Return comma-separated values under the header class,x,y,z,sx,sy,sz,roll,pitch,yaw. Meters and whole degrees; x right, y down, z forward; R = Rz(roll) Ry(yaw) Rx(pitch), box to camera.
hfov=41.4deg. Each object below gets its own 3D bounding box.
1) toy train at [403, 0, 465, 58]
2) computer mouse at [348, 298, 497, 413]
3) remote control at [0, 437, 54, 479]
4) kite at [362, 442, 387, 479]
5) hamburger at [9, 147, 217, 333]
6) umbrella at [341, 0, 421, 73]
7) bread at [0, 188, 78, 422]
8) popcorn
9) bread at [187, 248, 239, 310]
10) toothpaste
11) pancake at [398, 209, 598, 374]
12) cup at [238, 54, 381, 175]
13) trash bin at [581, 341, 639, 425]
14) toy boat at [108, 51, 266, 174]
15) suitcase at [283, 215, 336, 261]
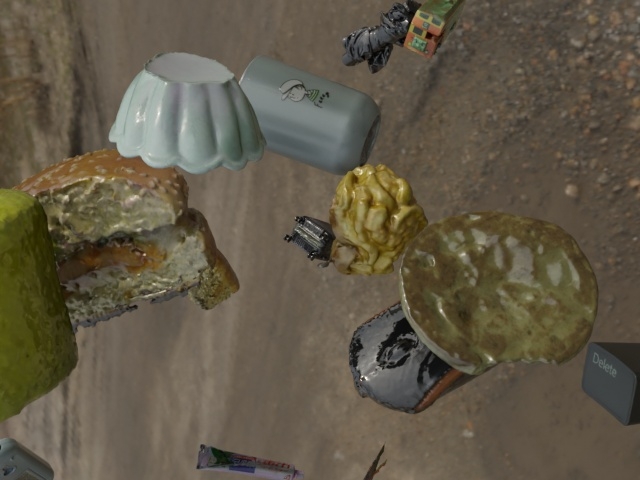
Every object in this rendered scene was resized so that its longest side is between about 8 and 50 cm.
class,x,y,z,sx,sy,sz,roll,pitch,yaw
toy train,0.244,-0.466,1.794,0.072,0.188,0.099,25,136,12
computer mouse,0.195,0.156,1.385,0.183,0.323,0.116,50,159,34
remote control,-0.584,0.444,1.627,0.047,0.087,0.244,48,166,26
kite,0.112,0.523,1.857,0.010,0.159,0.190,26,124,20
hamburger,-0.391,-0.027,1.510,0.445,0.287,0.268,-20,112,20
umbrella,0.157,-0.528,2.217,0.272,0.122,0.110,-28,46,45
bread,-0.537,0.101,1.243,0.348,0.348,0.308,19,130,55
popcorn,0.089,-0.031,1.285,0.140,0.163,0.194,28,138,22
bread,-0.268,0.058,1.842,0.174,0.121,0.245,47,175,18
toothpaste,-0.108,0.352,1.323,0.028,0.169,0.045,111,168,-45
pancake,0.210,0.060,1.000,0.042,0.236,0.223,92,153,-60
cup,-0.029,-0.279,1.928,0.312,0.205,0.206,20,131,11
trash bin,0.669,0.276,1.685,0.165,0.225,0.115,-132,43,-67
toy boat,-0.173,-0.176,1.098,0.290,0.199,0.100,-121,35,-61
suitcase,0.000,0.000,1.575,0.086,0.126,0.059,37,101,28
